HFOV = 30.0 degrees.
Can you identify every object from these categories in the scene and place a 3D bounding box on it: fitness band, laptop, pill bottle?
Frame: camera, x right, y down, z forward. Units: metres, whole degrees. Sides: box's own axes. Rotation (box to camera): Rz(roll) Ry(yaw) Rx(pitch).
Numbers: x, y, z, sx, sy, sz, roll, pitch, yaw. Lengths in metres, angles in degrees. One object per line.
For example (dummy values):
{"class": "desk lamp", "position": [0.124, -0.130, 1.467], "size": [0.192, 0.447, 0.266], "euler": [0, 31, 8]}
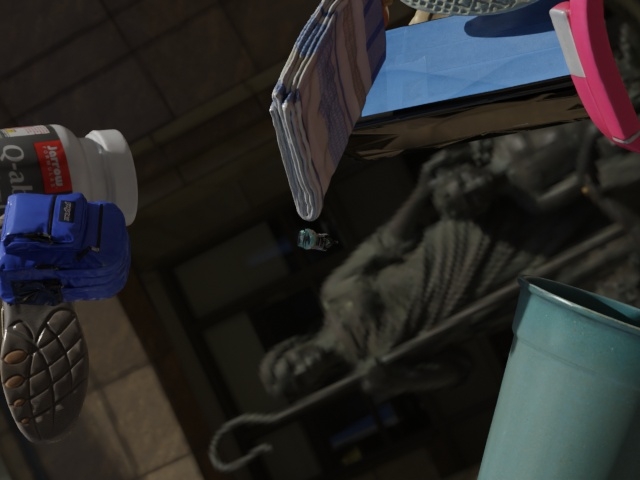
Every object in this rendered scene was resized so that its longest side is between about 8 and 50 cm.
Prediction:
{"class": "fitness band", "position": [0.347, -0.219, 1.212], "size": [0.054, 0.209, 0.291], "euler": [37, 160, 57]}
{"class": "laptop", "position": [0.202, -0.261, 1.682], "size": [0.408, 0.382, 0.236], "euler": [10, -109, -71]}
{"class": "pill bottle", "position": [-0.506, -0.085, 2.000], "size": [0.210, 0.363, 0.210], "euler": [32, 127, 57]}

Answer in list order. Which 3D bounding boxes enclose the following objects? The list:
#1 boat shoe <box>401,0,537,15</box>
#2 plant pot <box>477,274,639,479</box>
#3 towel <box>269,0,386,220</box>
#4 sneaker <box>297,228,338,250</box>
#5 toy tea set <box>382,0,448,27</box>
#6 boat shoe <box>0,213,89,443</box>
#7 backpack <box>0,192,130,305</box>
{"class": "boat shoe", "position": [0.332, -0.474, 1.763], "size": [0.187, 0.500, 0.156], "euler": [58, -155, -30]}
{"class": "plant pot", "position": [0.412, 0.265, 1.829], "size": [0.341, 0.334, 0.341], "euler": [18, -174, -2]}
{"class": "towel", "position": [0.020, -0.185, 1.371], "size": [0.209, 0.034, 0.285], "euler": [77, -150, -50]}
{"class": "sneaker", "position": [0.000, 0.000, 2.184], "size": [0.098, 0.069, 0.038], "euler": [-156, 75, -78]}
{"class": "toy tea set", "position": [0.174, -0.430, 2.107], "size": [0.124, 0.336, 0.200], "euler": [30, -104, -78]}
{"class": "boat shoe", "position": [-0.422, 0.129, 1.826], "size": [0.130, 0.132, 0.355], "euler": [144, 121, -81]}
{"class": "backpack", "position": [-0.241, 0.007, 1.131], "size": [0.101, 0.120, 0.098], "euler": [102, 168, -55]}
